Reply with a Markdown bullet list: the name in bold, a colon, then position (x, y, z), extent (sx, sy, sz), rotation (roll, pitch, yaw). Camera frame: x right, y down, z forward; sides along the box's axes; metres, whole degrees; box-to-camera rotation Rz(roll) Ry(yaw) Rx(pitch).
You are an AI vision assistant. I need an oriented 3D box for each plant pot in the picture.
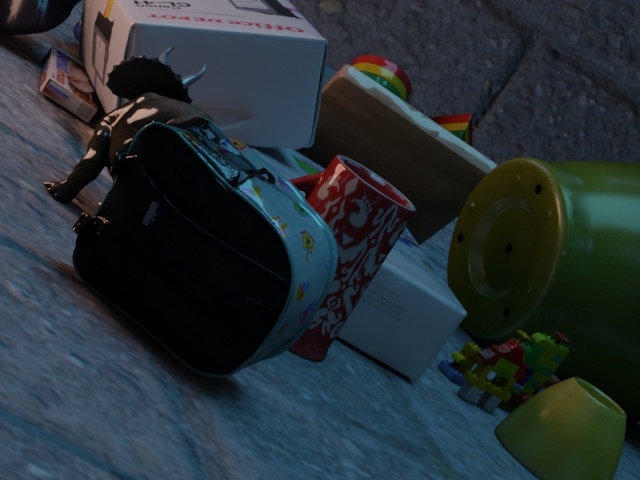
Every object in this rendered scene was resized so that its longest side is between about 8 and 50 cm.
- **plant pot**: position (0.264, 0.200, 1.911), extent (0.134, 0.095, 0.134), rotation (33, 11, -7)
- **plant pot**: position (0.366, 0.048, 2.361), extent (0.353, 0.366, 0.366), rotation (14, 20, -30)

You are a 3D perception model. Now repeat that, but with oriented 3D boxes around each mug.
- **mug**: position (-0.008, 0.006, 1.712), extent (0.150, 0.169, 0.113), rotation (29, 12, -31)

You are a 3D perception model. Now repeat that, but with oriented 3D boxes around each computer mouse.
- **computer mouse**: position (-0.362, -0.313, 2.189), extent (0.184, 0.060, 0.262), rotation (6, 26, 16)

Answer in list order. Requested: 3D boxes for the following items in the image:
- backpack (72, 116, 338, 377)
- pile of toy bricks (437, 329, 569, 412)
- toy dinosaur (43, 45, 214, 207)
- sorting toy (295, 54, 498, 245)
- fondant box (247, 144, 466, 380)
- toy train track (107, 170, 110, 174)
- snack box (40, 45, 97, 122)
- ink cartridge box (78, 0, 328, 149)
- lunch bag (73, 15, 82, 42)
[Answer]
- **backpack**: position (-0.081, 0.011, 1.466), extent (0.188, 0.166, 0.144), rotation (43, 22, 23)
- **pile of toy bricks**: position (0.235, 0.145, 2.037), extent (0.212, 0.105, 0.118), rotation (28, 13, -36)
- **toy dinosaur**: position (-0.145, -0.069, 1.639), extent (0.121, 0.160, 0.313), rotation (28, 12, -34)
- **sorting toy**: position (0.096, -0.132, 2.483), extent (0.257, 0.089, 0.255), rotation (34, -30, -10)
- **fondant box**: position (0.000, 0.000, 1.974), extent (0.238, 0.096, 0.330), rotation (31, 12, -20)
- **toy train track**: position (-0.192, -0.067, 1.891), extent (0.048, 0.014, 0.083), rotation (40, 11, 24)
- **snack box**: position (-0.284, -0.178, 2.067), extent (0.064, 0.022, 0.178), rotation (33, 10, -16)
- **ink cartridge box**: position (-0.138, -0.215, 2.052), extent (0.226, 0.131, 0.306), rotation (3, 19, -17)
- **lunch bag**: position (-0.187, -0.235, 2.392), extent (0.243, 0.115, 0.303), rotation (38, 10, 1)
